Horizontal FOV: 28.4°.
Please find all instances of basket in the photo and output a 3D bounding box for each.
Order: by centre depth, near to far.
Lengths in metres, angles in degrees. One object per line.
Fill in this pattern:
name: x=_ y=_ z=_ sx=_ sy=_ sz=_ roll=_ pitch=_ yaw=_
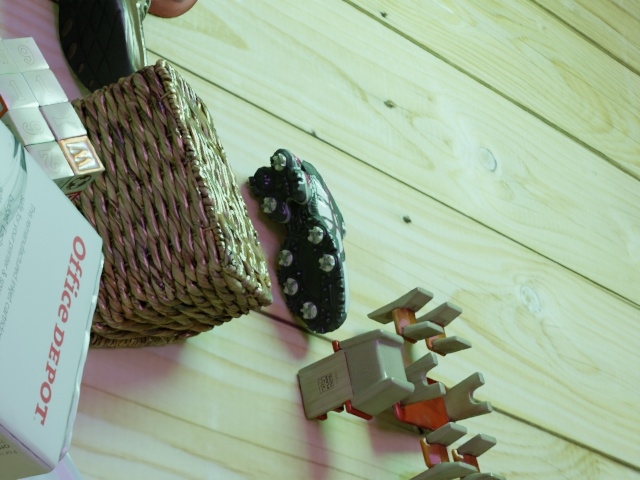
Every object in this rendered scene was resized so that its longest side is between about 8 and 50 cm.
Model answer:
basket: x=-0.211 y=-0.025 z=1.518 sx=0.213 sy=0.223 sz=0.299 roll=49 pitch=19 yaw=-69

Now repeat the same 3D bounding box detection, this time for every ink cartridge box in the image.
ink cartridge box: x=-0.379 y=0.008 z=1.131 sx=0.395 sy=0.166 sz=0.285 roll=57 pitch=27 yaw=-43

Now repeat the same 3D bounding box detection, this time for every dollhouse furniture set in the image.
dollhouse furniture set: x=0.106 y=0.202 z=1.674 sx=0.259 sy=0.135 sz=0.262 roll=26 pitch=44 yaw=-47

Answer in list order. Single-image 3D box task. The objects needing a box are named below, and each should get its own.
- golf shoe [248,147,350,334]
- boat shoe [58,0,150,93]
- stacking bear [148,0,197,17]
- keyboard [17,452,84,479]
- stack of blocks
golf shoe: x=0.000 y=0.000 z=1.716 sx=0.120 sy=0.105 sz=0.272 roll=14 pitch=52 yaw=-49
boat shoe: x=-0.278 y=-0.328 z=1.669 sx=0.120 sy=0.123 sz=0.323 roll=6 pitch=58 yaw=-48
stacking bear: x=-0.158 y=-0.457 z=1.755 sx=0.175 sy=0.289 sz=0.164 roll=26 pitch=44 yaw=-31
keyboard: x=-0.259 y=0.278 z=1.293 sx=0.072 sy=0.014 sz=0.256 roll=-27 pitch=81 yaw=-47
stack of blocks: x=-0.378 y=-0.152 z=1.378 sx=0.087 sy=0.171 sz=0.297 roll=-17 pitch=74 yaw=-52
